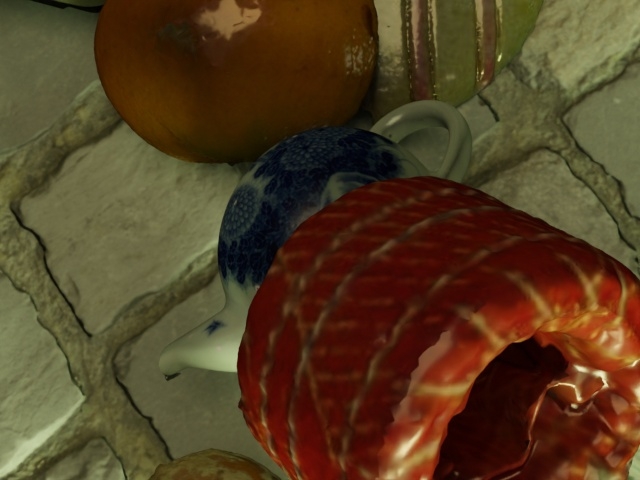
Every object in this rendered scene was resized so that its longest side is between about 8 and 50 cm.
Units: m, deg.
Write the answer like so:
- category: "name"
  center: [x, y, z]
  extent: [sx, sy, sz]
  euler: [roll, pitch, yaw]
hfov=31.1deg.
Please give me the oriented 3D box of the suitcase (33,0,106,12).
- category: "suitcase"
  center: [-0.295, -0.449, 1.408]
  extent: [0.339, 0.194, 0.351]
  euler: [16, 77, 6]

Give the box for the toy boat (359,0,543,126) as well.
- category: "toy boat"
  center: [0.104, -0.262, 1.339]
  extent: [0.294, 0.111, 0.276]
  euler: [18, 83, 3]

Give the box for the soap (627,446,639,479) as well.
- category: "soap"
  center: [0.336, 0.298, 1.130]
  extent: [0.289, 0.095, 0.173]
  euler: [38, 82, 17]

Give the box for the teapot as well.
- category: "teapot"
  center: [0.000, 0.000, 1.213]
  extent: [0.424, 0.252, 0.280]
  euler: [-47, 36, -16]

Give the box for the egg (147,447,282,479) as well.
- category: "egg"
  center: [-0.092, 0.318, 1.137]
  extent: [0.233, 0.195, 0.195]
  euler: [44, 83, -2]

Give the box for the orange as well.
- category: "orange"
  center: [-0.097, -0.214, 1.286]
  extent: [0.310, 0.274, 0.274]
  euler: [-2, 72, -8]

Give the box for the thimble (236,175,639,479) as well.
- category: "thimble"
  center: [0.115, 0.126, 1.008]
  extent: [0.350, 0.350, 0.231]
  euler: [-49, 43, -8]
